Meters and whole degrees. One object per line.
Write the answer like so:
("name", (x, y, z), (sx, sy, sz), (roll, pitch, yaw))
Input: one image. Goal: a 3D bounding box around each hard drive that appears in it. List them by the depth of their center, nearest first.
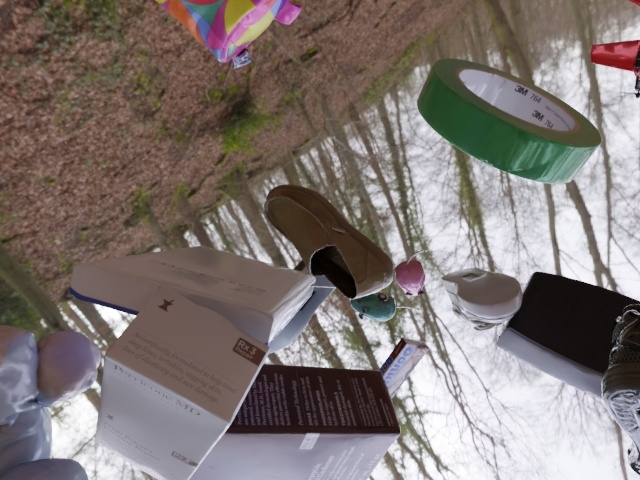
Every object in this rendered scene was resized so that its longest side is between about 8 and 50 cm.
("hard drive", (-0.130, 0.057, 0.617), (0.210, 0.040, 0.318), (14, -176, 6))
("hard drive", (0.427, 0.149, 0.732), (0.254, 0.054, 0.172), (23, -118, 31))

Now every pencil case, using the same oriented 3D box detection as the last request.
("pencil case", (-0.129, -0.257, 0.393), (0.104, 0.236, 0.104), (-45, -169, 11))

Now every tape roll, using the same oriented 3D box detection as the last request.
("tape roll", (0.339, -0.228, 0.866), (0.321, 0.077, 0.321), (14, -141, -11))

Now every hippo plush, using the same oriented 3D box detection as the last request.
("hippo plush", (-0.373, 0.255, 0.508), (0.294, 0.234, 0.237), (-44, -124, 31))

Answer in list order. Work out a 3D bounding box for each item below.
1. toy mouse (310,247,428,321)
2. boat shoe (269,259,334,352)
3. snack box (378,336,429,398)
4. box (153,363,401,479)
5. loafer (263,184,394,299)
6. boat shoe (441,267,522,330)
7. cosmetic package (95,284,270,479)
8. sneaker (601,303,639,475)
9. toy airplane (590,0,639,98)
("toy mouse", (0.092, 0.071, 0.628), (0.161, 0.143, 0.031), (-32, -144, 25))
("boat shoe", (-0.068, 0.132, 1.100), (0.306, 0.113, 0.105), (-53, -161, 11))
("snack box", (0.142, 0.270, 0.944), (0.178, 0.064, 0.022), (-59, -147, 19))
("box", (-0.077, 0.323, 0.816), (0.381, 0.191, 0.143), (9, -146, -19))
("loafer", (0.000, 0.000, 0.439), (0.148, 0.056, 0.050), (34, -135, 18))
("boat shoe", (0.267, 0.107, 0.792), (0.096, 0.088, 0.267), (-17, -177, -2))
("cosmetic package", (-0.146, 0.157, 0.467), (0.117, 0.231, 0.085), (30, -133, -1))
("sneaker", (0.327, 0.145, 0.436), (0.087, 0.227, 0.130), (-5, -138, 48))
("toy airplane", (0.403, -0.250, 0.578), (0.028, 0.151, 0.151), (-22, -152, -26))
